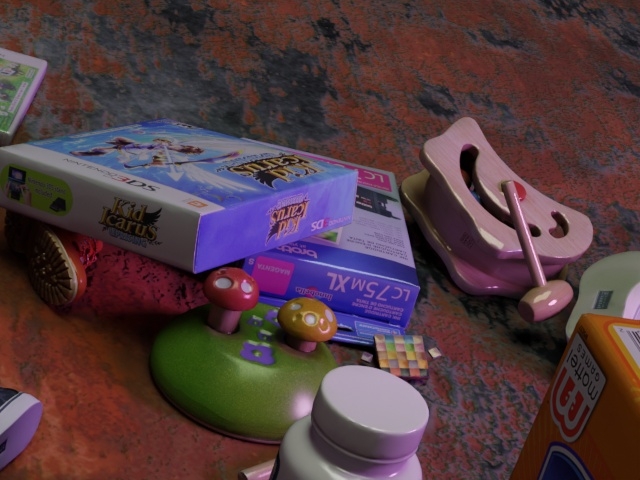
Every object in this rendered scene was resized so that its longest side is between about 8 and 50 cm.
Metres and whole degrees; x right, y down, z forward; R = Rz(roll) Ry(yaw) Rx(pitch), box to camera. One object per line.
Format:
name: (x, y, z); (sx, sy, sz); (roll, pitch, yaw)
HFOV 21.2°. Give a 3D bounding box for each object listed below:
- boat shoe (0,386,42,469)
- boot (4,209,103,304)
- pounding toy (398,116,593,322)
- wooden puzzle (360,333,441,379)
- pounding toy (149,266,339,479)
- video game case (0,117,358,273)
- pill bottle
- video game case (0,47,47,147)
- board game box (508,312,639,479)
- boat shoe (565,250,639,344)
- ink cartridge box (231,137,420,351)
boat shoe: (-0.293, 0.157, 1.314); (0.083, 0.065, 0.183); (22, 22, 12)
boot: (-0.238, 0.009, 1.622); (0.085, 0.059, 0.158); (7, 28, -31)
pounding toy: (0.216, -0.035, 1.846); (0.154, 0.155, 0.269); (-12, 56, -35)
wooden puzzle: (0.078, 0.113, 1.655); (0.083, 0.006, 0.049); (3, 51, -15)
pounding toy: (-0.040, 0.099, 1.517); (0.183, 0.110, 0.237); (-3, 34, -35)
video game case: (-0.136, -0.052, 1.647); (0.244, 0.061, 0.269); (18, 20, 28)
pill bottle: (0.014, 0.194, 1.291); (0.112, 0.186, 0.112); (15, 28, -8)
video game case: (-0.417, -0.179, 1.893); (0.193, 0.023, 0.212); (16, 27, -5)
board game box: (0.319, 0.307, 1.085); (0.357, 0.356, 0.356); (8, 29, -19)
boat shoe: (0.309, 0.085, 1.799); (0.079, 0.081, 0.227); (0, 26, 25)
ink cartridge box: (0.000, 0.000, 1.783); (0.186, 0.065, 0.311); (12, 30, -11)
